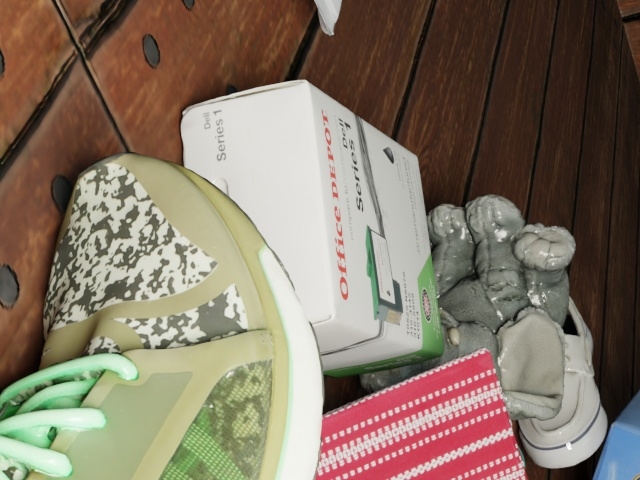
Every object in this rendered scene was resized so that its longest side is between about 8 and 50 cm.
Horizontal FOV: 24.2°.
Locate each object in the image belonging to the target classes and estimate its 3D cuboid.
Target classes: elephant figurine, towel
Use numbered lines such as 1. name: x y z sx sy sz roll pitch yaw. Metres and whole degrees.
1. elephant figurine: 0.119 0.095 1.239 0.169 0.186 0.239 122 -9 -51
2. towel: 0.062 0.229 0.982 0.031 0.199 0.275 7 -65 64

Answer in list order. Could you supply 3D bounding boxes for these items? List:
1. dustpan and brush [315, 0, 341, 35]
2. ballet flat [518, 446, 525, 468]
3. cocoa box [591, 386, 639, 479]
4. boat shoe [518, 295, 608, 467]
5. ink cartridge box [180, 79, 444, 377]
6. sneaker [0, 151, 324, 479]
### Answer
1. dustpan and brush: -0.019 -0.276 1.179 0.147 0.060 0.211 61 33 -41
2. ballet flat: 0.076 0.209 1.119 0.083 0.087 0.247 43 27 12
3. cocoa box: 0.422 0.306 1.665 0.347 0.231 0.228 -15 123 -70
4. boat shoe: 0.252 0.136 1.603 0.088 0.096 0.267 64 23 -24
5. ink cartridge box: 0.000 0.000 1.009 0.219 0.092 0.160 23 57 -66
6. sneaker: -0.108 0.117 0.624 0.182 0.158 0.410 31 44 -41
